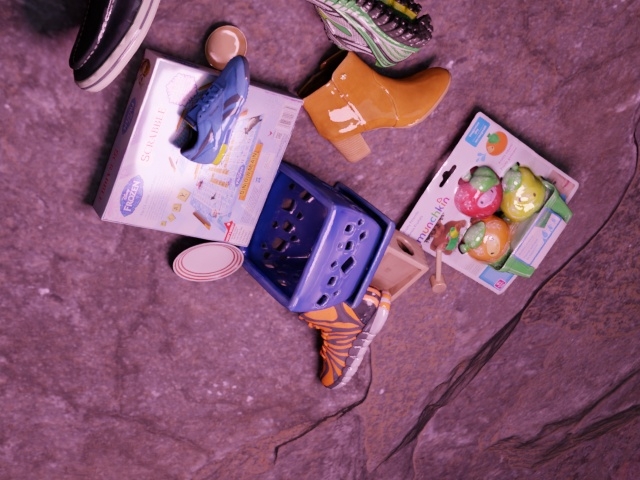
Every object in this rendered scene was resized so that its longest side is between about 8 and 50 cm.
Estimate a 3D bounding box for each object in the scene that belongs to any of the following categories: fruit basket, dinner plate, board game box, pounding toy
[{"bbox_3d":[0.394,-0.070,2.207,0.353,0.165,0.327,29,98,-36],"label":"fruit basket"},{"bbox_3d":[-0.224,0.039,1.942,0.141,0.017,0.141,-9,147,-6],"label":"dinner plate"},{"bbox_3d":[-0.228,-0.164,1.829,0.318,0.066,0.318,12,108,-36],"label":"board game box"},{"bbox_3d":[0.189,0.044,2.140,0.206,0.094,0.181,28,122,-31],"label":"pounding toy"}]

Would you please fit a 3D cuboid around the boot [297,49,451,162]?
[{"bbox_3d":[0.111,-0.308,1.937,0.295,0.104,0.211,-39,129,-3],"label":"boot"}]

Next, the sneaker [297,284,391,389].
[{"bbox_3d":[0.020,0.195,2.157,0.180,0.124,0.321,19,127,-8],"label":"sneaker"}]

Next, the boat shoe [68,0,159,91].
[{"bbox_3d":[-0.316,-0.482,1.536,0.156,0.187,0.500,16,101,-31],"label":"boat shoe"}]

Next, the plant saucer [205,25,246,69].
[{"bbox_3d":[-0.176,-0.356,1.790,0.083,0.015,0.083,-14,121,-25],"label":"plant saucer"}]

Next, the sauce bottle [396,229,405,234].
[{"bbox_3d":[0.192,0.033,2.212,0.042,0.042,0.128,-35,126,-11],"label":"sauce bottle"}]

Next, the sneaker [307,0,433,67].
[{"bbox_3d":[0.032,-0.424,1.790,0.344,0.134,0.146,30,137,-19],"label":"sneaker"}]

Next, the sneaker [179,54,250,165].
[{"bbox_3d":[-0.190,-0.234,1.728,0.082,0.069,0.209,13,107,-32],"label":"sneaker"}]

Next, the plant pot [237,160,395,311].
[{"bbox_3d":[0.000,0.000,1.960,0.212,0.236,0.236,11,109,-41],"label":"plant pot"}]
